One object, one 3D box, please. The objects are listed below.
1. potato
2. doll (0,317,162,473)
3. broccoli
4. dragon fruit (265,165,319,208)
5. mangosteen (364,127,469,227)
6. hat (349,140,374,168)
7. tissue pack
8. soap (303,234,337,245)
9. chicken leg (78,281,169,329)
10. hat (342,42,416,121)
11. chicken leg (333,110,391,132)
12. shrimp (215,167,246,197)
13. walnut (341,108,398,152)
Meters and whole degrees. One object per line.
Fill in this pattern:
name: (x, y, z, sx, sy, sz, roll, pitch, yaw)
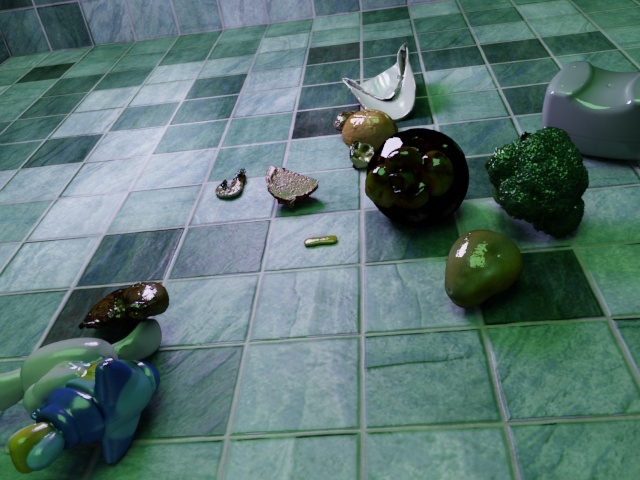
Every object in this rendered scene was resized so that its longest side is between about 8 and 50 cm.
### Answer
potato: (0.342, 0.063, 1.388, 0.157, 0.157, 0.194, 23, 58, 38)
doll: (-0.449, 0.295, 1.223, 0.376, 0.187, 0.366, -36, 30, -16)
broccoli: (0.523, -0.130, 1.571, 0.254, 0.269, 0.269, -15, 34, -16)
dragon fruit: (-0.092, -0.139, 1.844, 0.162, 0.083, 0.106, 21, 60, 12)
mangosteen: (0.238, -0.154, 1.650, 0.288, 0.233, 0.287, -1, 36, 0)
hat: (0.124, -0.257, 1.969, 0.076, 0.059, 0.077, 11, 55, -3)
tissue pack: (0.804, -0.350, 1.797, 0.333, 0.236, 0.229, 15, 50, 33)
soap: (0.000, 0.000, 1.665, 0.089, 0.012, 0.034, -7, 34, 4)
chicken leg: (-0.421, 0.146, 1.394, 0.322, 0.083, 0.177, -15, 7, 40)
hat: (0.248, -0.533, 2.298, 0.258, 0.168, 0.301, -28, 57, 13)
chicken leg: (0.142, -0.389, 2.157, 0.196, 0.080, 0.125, -10, 43, -14)
shrimp: (-0.274, -0.181, 1.982, 0.091, 0.034, 0.161, -1, 36, 14)
walnut: (0.160, -0.345, 2.026, 0.180, 0.144, 0.144, 3, 36, 29)
